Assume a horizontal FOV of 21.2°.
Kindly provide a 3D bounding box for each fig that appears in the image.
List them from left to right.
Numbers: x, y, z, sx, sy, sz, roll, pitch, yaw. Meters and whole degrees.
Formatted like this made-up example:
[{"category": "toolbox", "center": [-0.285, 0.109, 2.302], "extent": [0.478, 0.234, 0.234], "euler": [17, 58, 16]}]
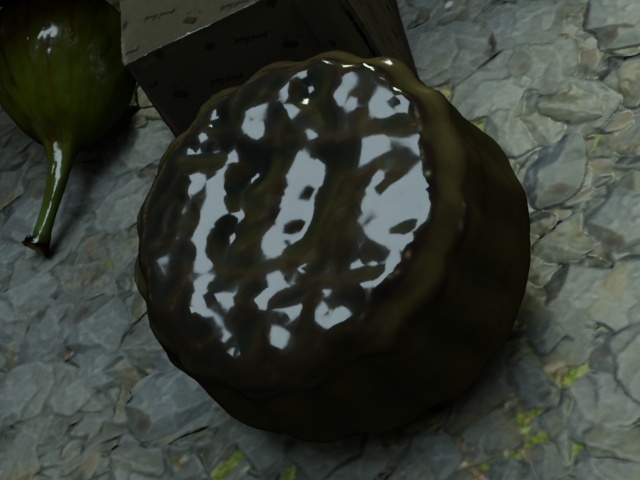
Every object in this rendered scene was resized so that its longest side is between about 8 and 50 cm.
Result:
[{"category": "fig", "center": [-0.254, -0.121, 1.602], "extent": [0.151, 0.151, 0.259], "euler": [-12, 50, 23]}]

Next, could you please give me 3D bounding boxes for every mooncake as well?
[{"category": "mooncake", "center": [0.000, 0.000, 1.269], "extent": [0.290, 0.161, 0.290], "euler": [-11, 63, 23]}]

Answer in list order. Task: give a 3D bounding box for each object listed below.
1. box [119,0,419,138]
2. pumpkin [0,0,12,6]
[{"category": "box", "center": [-0.047, -0.202, 1.480], "extent": [0.190, 0.225, 0.297], "euler": [-25, 43, 12]}, {"category": "pumpkin", "center": [-0.347, -0.371, 1.605], "extent": [0.363, 0.266, 0.363], "euler": [-24, 42, 23]}]
